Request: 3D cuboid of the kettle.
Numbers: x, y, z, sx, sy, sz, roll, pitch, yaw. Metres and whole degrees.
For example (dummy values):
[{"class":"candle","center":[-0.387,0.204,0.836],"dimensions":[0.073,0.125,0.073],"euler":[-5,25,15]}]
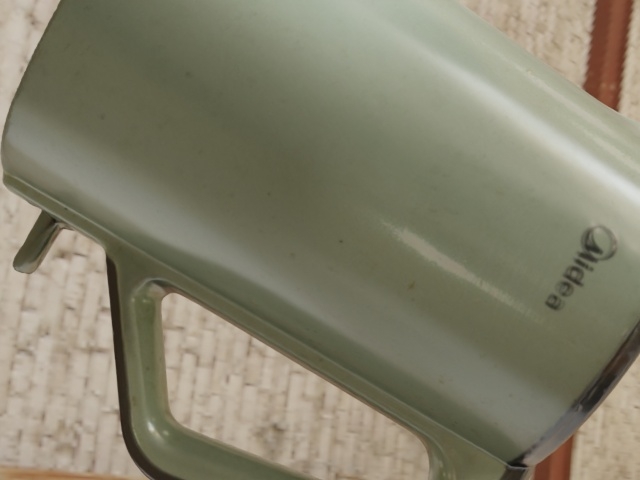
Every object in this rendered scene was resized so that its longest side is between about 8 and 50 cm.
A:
[{"class":"kettle","center":[0.000,0.000,0.815],"dimensions":[0.376,0.250,0.361],"euler":[32,-95,1]}]
